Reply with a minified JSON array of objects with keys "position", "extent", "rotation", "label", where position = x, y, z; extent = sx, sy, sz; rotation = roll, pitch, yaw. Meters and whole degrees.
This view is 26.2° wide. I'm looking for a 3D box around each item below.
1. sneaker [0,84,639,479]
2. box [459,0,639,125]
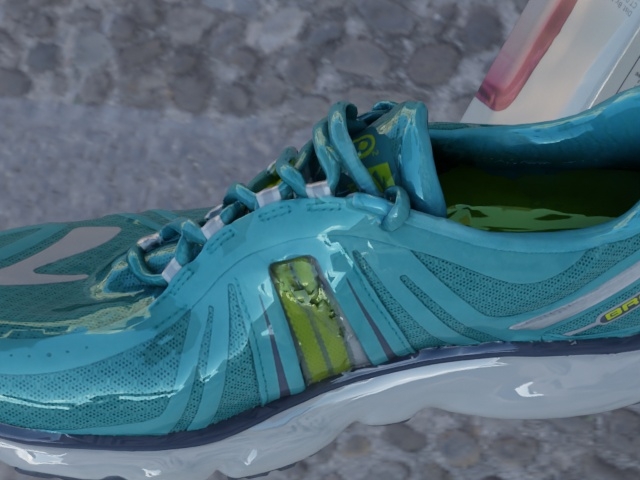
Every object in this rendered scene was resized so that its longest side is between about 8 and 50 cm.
[{"position":[0.000,0.000,0.438],"extent":[0.275,0.110,0.107],"rotation":[-10,48,-10],"label":"sneaker"},{"position":[0.218,-0.111,0.961],"extent":[0.232,0.149,0.127],"rotation":[-61,33,24],"label":"box"}]
